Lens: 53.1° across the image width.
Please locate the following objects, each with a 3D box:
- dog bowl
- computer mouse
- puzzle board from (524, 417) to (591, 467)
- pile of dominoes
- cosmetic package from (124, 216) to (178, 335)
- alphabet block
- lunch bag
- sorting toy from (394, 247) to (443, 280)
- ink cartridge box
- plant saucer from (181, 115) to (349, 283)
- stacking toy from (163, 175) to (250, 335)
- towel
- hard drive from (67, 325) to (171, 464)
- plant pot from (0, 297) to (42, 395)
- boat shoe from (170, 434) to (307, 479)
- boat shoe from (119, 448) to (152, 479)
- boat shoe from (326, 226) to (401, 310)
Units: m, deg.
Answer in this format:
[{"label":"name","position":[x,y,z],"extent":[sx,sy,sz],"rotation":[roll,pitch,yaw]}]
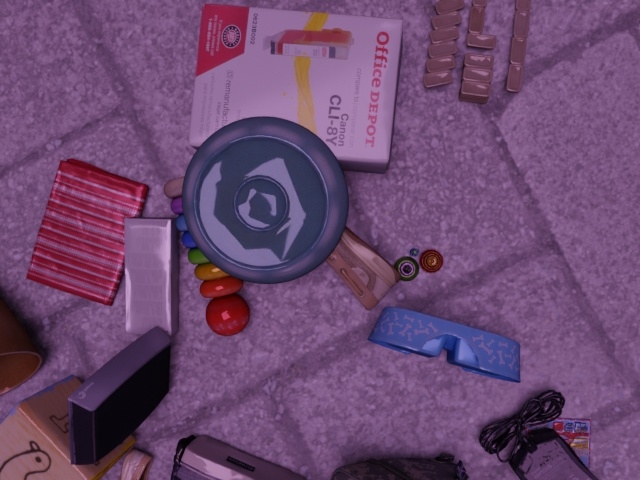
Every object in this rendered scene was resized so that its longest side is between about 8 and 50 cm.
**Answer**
[{"label":"dog bowl","position":[0.243,0.198,1.234],"extent":[0.298,0.166,0.074],"rotation":[15,79,5]},{"label":"computer mouse","position":[0.458,0.444,1.247],"extent":[0.189,0.072,0.272],"rotation":[-35,75,6]},{"label":"puzzle board","position":[0.474,0.403,1.281],"extent":[0.128,0.011,0.096],"rotation":[2,89,5]},{"label":"pile of dominoes","position":[0.318,-0.408,1.309],"extent":[0.196,0.040,0.251],"rotation":[8,81,5]},{"label":"cosmetic package","position":[-0.345,0.072,1.318],"extent":[0.099,0.060,0.238],"rotation":[2,95,6]},{"label":"alphabet block","position":[-0.523,0.416,1.259],"extent":[0.197,0.193,0.192],"rotation":[44,103,4]},{"label":"lunch bag","position":[0.155,0.564,1.201],"extent":[0.213,0.256,0.304],"rotation":[6,90,49]},{"label":"sorting toy","position":[0.197,0.045,1.294],"extent":[0.102,0.042,0.061],"rotation":[-20,87,4]},{"label":"ink cartridge box","position":[-0.040,-0.293,1.261],"extent":[0.385,0.160,0.278],"rotation":[6,90,4]},{"label":"plant saucer","position":[-0.107,-0.069,1.185],"extent":[0.318,0.043,0.317],"rotation":[1,99,6]},{"label":"stacking toy","position":[-0.210,0.031,1.289],"extent":[0.141,0.141,0.330],"rotation":[-13,92,4]},{"label":"towel","position":[-0.492,-0.020,1.357],"extent":[0.199,0.031,0.274],"rotation":[18,92,3]},{"label":"hard drive","position":[-0.367,0.290,1.207],"extent":[0.054,0.255,0.171],"rotation":[17,117,16]},{"label":"plant pot","position":[-0.724,0.177,1.290],"extent":[0.237,0.237,0.254],"rotation":[-31,72,3]},{"label":"boat shoe","position":[-0.151,0.529,1.283],"extent":[0.341,0.127,0.158],"rotation":[22,97,12]},{"label":"boat shoe","position":[-0.384,0.521,1.320],"extent":[0.059,0.063,0.169],"rotation":[9,89,11]},{"label":"boat shoe","position":[0.000,0.000,1.272],"extent":[0.341,0.121,0.110],"rotation":[41,91,3]}]
